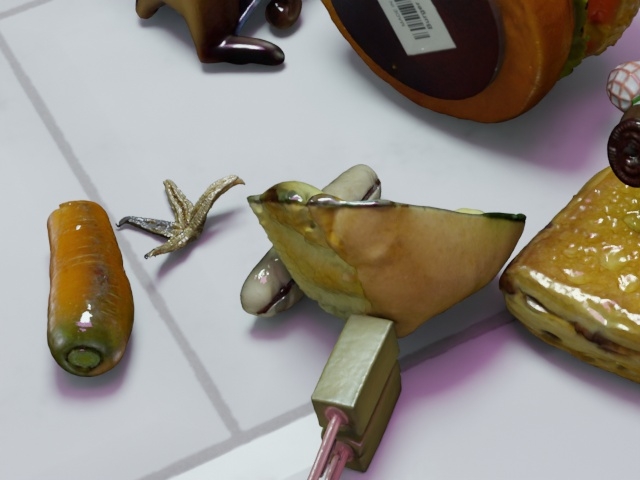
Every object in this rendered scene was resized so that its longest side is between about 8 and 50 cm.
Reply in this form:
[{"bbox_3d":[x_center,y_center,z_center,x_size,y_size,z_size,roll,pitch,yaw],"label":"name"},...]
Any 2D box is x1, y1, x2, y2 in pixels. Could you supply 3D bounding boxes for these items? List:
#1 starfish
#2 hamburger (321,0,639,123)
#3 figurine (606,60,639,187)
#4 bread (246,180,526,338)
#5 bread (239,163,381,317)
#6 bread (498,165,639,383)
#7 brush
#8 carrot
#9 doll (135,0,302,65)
[{"bbox_3d":[-0.144,-0.013,1.872,0.133,0.041,0.130,-11,37,32],"label":"starfish"},{"bbox_3d":[0.169,-0.297,1.905,0.330,0.330,0.250,30,56,28],"label":"hamburger"},{"bbox_3d":[0.397,-0.140,1.797,0.281,0.167,0.370,16,31,30],"label":"figurine"},{"bbox_3d":[0.057,0.023,1.732,0.252,0.133,0.174,7,1,-38],"label":"bread"},{"bbox_3d":[-0.001,0.000,1.823,0.053,0.073,0.214,26,54,24],"label":"bread"},{"bbox_3d":[0.309,0.040,1.745,0.235,0.099,0.210,25,53,31],"label":"bread"},{"bbox_3d":[0.010,0.184,1.643,0.047,0.103,0.233,12,52,19],"label":"brush"},{"bbox_3d":[-0.221,0.044,1.803,0.087,0.087,0.193,-6,45,0],"label":"carrot"},{"bbox_3d":[-0.085,-0.371,2.098,0.318,0.209,0.340,46,64,-1],"label":"doll"}]
